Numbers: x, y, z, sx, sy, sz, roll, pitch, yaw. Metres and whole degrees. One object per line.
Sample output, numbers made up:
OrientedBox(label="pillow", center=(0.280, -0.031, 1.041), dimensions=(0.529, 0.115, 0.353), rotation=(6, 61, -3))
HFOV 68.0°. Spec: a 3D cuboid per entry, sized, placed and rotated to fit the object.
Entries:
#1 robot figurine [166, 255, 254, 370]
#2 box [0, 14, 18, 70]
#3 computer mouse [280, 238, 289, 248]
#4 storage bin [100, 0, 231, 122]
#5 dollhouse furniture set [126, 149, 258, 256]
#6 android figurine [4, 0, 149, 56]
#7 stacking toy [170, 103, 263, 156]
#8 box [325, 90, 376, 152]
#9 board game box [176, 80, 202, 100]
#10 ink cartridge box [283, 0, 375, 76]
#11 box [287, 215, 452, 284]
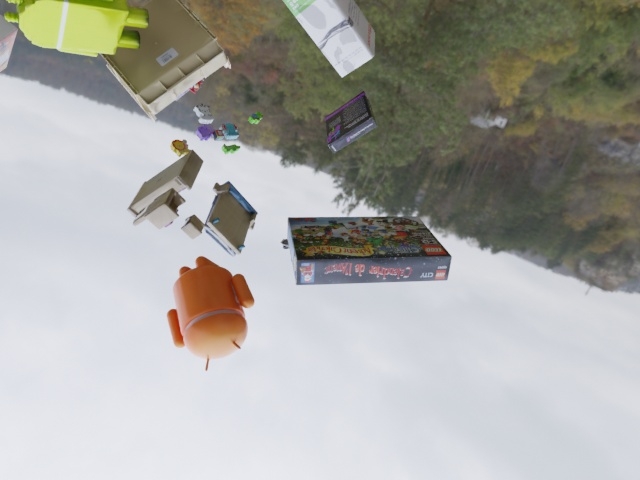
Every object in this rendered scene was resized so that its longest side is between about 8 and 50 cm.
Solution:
OrientedBox(label="robot figurine", center=(-0.218, 0.139, 0.933), dimensions=(0.158, 0.128, 0.219), rotation=(-9, -127, -22))
OrientedBox(label="box", center=(-0.837, -0.469, 1.156), dimensions=(0.091, 0.170, 0.130), rotation=(41, -130, -22))
OrientedBox(label="computer mouse", center=(0.000, 0.000, 1.184), dimensions=(0.193, 0.042, 0.106), rotation=(-13, -173, -31))
OrientedBox(label="storage bin", center=(-0.420, -0.494, 1.274), dimensions=(0.260, 0.262, 0.123), rotation=(49, 171, 12))
OrientedBox(label="dollhouse furniture set", center=(-0.344, -0.035, 1.301), dimensions=(0.303, 0.198, 0.286), rotation=(48, -152, -30))
OrientedBox(label="android figurine", center=(-0.527, -0.482, 1.035), dimensions=(0.272, 0.056, 0.248), rotation=(-7, 170, -33))
OrientedBox(label="stacking toy", center=(-0.283, -0.301, 1.307), dimensions=(0.221, 0.167, 0.052), rotation=(-14, -107, -45))
OrientedBox(label="box", center=(0.067, -0.276, 1.100), dimensions=(0.029, 0.116, 0.162), rotation=(49, -158, -30))
OrientedBox(label="board game box", center=(-0.422, -0.530, 1.586), dimensions=(0.033, 0.133, 0.169), rotation=(35, -132, -8))
OrientedBox(label="ink cartridge box", center=(0.031, -0.626, 1.319), dimensions=(0.273, 0.114, 0.198), rotation=(45, -146, -31))
OrientedBox(label="box", center=(0.068, 0.010, 0.759), dimensions=(0.233, 0.044, 0.159), rotation=(-1, -155, -9))
